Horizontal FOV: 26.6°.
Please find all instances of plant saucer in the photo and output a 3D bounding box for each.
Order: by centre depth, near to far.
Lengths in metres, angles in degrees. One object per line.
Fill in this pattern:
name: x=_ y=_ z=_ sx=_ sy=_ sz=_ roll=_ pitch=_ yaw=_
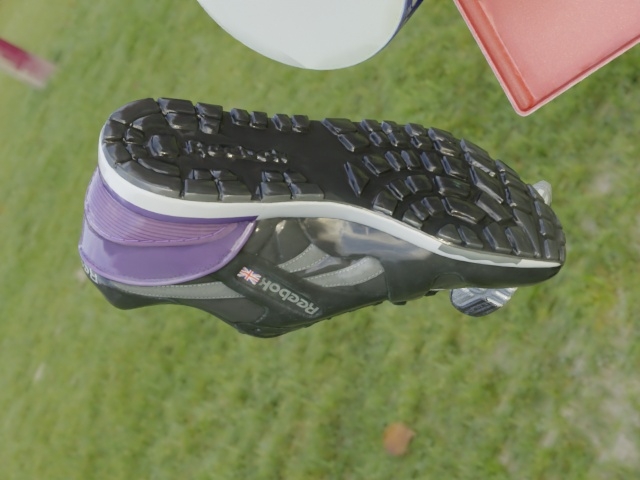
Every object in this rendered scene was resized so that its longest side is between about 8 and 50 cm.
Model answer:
plant saucer: x=0.311 y=-0.320 z=1.715 sx=0.258 sy=0.048 sz=0.259 roll=-34 pitch=64 yaw=18

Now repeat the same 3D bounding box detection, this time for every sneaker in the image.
sneaker: x=0.000 y=0.000 z=0.802 sx=0.107 sy=0.283 sz=0.124 roll=-98 pitch=22 yaw=-48
sneaker: x=0.274 y=0.005 z=1.954 sx=0.228 sy=0.086 sz=0.132 roll=-57 pitch=-4 yaw=36

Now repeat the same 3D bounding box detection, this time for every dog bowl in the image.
dog bowl: x=-0.014 y=-0.302 z=1.329 sx=0.265 sy=0.265 sz=0.104 roll=-33 pitch=18 yaw=48
